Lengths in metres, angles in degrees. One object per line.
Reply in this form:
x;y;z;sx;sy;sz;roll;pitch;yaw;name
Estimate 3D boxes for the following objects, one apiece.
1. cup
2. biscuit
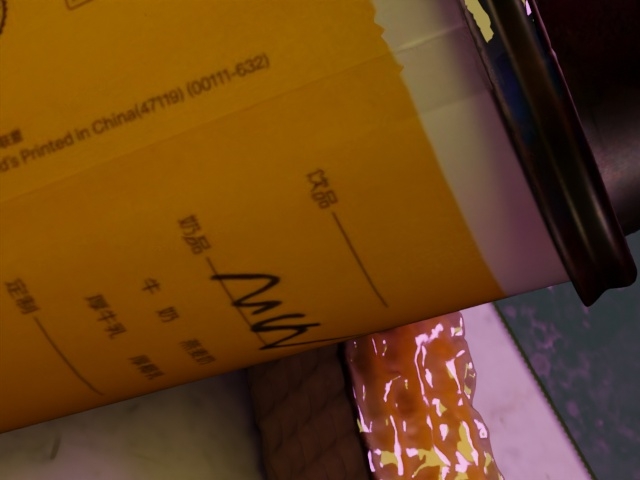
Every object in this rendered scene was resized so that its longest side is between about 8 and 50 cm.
-0.034;-0.040;0.577;0.196;0.279;0.196;-22;90;-81;cup
0.000;0.000;0.703;0.054;0.094;0.379;-2;66;-27;biscuit
